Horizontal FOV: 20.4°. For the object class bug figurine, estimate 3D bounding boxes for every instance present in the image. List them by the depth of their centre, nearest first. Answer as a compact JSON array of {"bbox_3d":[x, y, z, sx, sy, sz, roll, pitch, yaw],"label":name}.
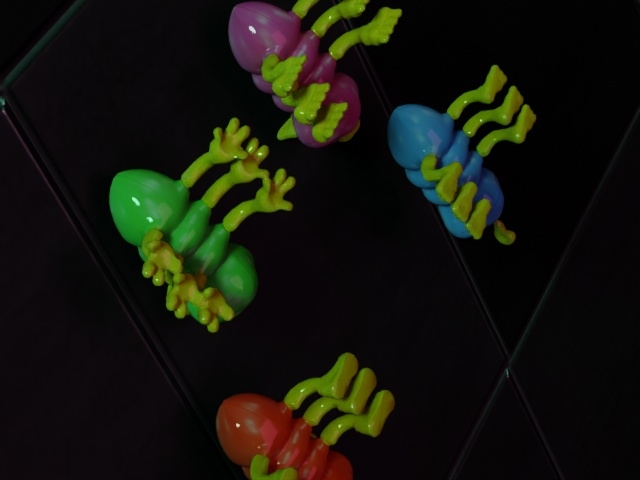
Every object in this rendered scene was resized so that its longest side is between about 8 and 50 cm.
[{"bbox_3d":[0.000,0.000,0.853,0.216,0.072,0.279,52,52,-30],"label":"bug figurine"}]
